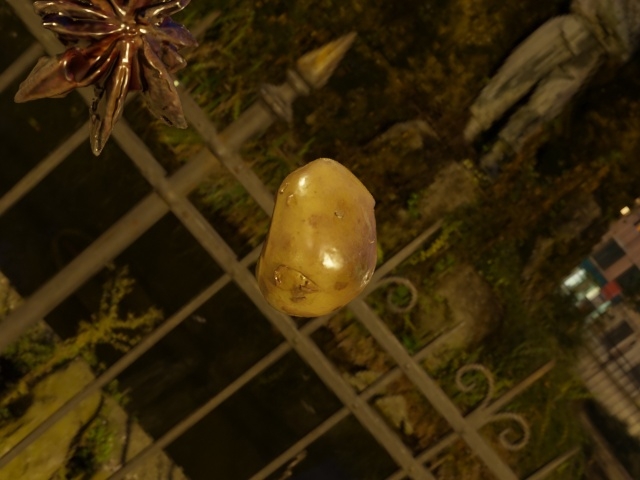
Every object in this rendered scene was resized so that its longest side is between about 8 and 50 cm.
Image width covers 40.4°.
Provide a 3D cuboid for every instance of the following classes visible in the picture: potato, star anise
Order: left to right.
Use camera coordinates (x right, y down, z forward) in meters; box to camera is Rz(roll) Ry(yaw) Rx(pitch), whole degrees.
[{"bbox_3d":[-0.214,-0.231,0.938,0.212,0.283,0.129,1,12,-27],"label":"star anise"},{"bbox_3d":[0.000,0.000,0.943,0.137,0.176,0.137,13,6,-2],"label":"potato"}]
